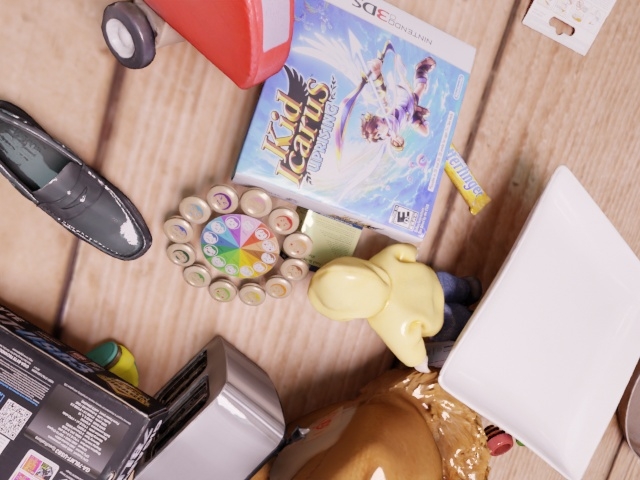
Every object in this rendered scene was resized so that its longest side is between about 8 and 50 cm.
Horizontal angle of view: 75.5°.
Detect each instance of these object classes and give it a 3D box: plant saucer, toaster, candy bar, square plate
[{"bbox_3d":[0.747,0.326,0.883,0.311,0.050,0.309,-3,101,-17],"label":"plant saucer"},{"bbox_3d":[-0.132,0.225,0.509,0.186,0.168,0.110,-44,109,-5],"label":"toaster"},{"bbox_3d":[0.211,-0.110,0.639,0.040,0.018,0.161,-43,111,-7],"label":"candy bar"},{"bbox_3d":[0.348,0.129,0.603,0.347,0.049,0.343,39,78,-22],"label":"square plate"}]

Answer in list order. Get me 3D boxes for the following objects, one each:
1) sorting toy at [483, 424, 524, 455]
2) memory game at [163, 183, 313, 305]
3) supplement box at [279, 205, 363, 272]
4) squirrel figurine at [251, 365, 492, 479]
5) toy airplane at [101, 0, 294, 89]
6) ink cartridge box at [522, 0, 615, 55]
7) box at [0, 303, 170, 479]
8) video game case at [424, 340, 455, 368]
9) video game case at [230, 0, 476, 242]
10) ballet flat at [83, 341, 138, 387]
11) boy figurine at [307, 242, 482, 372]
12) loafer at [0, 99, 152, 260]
[{"bbox_3d":[0.303,0.302,0.660,0.102,0.042,0.061,-18,126,-5],"label":"sorting toy"},{"bbox_3d":[-0.101,0.013,0.514,0.187,0.012,0.186,1,124,2],"label":"memory game"},{"bbox_3d":[0.000,0.000,0.569,0.084,0.056,0.083,19,94,-20],"label":"supplement box"},{"bbox_3d":[0.120,0.387,0.536,0.397,0.281,0.370,-26,84,-32],"label":"squirrel figurine"},{"bbox_3d":[-0.144,-0.364,0.313,0.385,0.273,0.385,17,72,-46],"label":"toy airplane"},{"bbox_3d":[0.400,-0.405,0.643,0.146,0.045,0.179,13,114,-21],"label":"ink cartridge box"},{"bbox_3d":[-0.356,0.225,0.392,0.296,0.073,0.293,28,78,4],"label":"box"},{"bbox_3d":[0.192,0.230,0.701,0.087,0.011,0.121,-5,102,-18],"label":"video game case"},{"bbox_3d":[0.048,-0.161,0.516,0.245,0.061,0.269,18,83,-14],"label":"video game case"},{"bbox_3d":[-0.332,0.206,0.494,0.231,0.077,0.077,-25,124,-14],"label":"ballet flat"},{"bbox_3d":[0.112,0.086,0.554,0.286,0.092,0.177,12,64,-35],"label":"boy figurine"},{"bbox_3d":[-0.282,-0.057,0.453,0.076,0.078,0.223,-44,110,-6],"label":"loafer"}]
